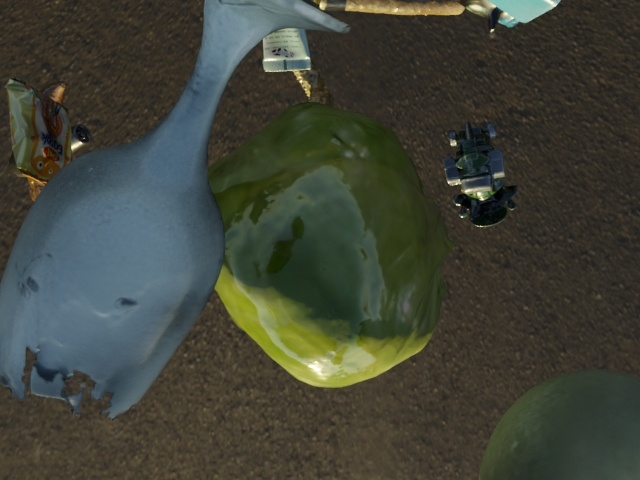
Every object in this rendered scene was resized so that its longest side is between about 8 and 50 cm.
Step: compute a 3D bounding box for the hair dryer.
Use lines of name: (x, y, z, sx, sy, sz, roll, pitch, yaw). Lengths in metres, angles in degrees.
hair dryer: (-0.549, -0.156, 1.808, 0.235, 0.091, 0.271, -17, 141, 30)

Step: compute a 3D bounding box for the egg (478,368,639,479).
egg: (0.299, 0.277, 0.843, 0.258, 0.352, 0.258, 4, 110, 11)

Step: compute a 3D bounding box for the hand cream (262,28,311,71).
hand cream: (-0.070, -0.444, 1.289, 0.085, 0.058, 0.331, 0, 108, 13)

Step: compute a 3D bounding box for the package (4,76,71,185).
package: (-0.310, -0.115, 0.879, 0.031, 0.108, 0.121, -10, 79, 10)

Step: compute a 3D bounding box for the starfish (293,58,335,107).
starfish: (-0.003, -0.300, 1.809, 0.082, 0.324, 0.432, -22, 84, 7)

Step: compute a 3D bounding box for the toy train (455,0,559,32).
toy train: (0.295, -0.461, 1.131, 0.188, 0.265, 0.300, 27, 84, -13)

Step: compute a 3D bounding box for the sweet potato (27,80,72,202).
sweet potato: (-0.518, -0.152, 1.504, 0.106, 0.095, 0.355, 22, 126, 20)

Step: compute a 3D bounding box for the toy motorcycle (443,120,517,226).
toy motorcycle: (0.292, -0.120, 1.455, 0.124, 0.274, 0.187, -10, 87, 16)

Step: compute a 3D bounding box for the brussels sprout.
brussels sprout: (0.000, 0.000, 0.873, 0.247, 0.328, 0.328, -9, 119, 23)

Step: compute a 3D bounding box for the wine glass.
wine glass: (-0.108, -0.040, 0.508, 0.143, 0.143, 0.321, 25, 110, -14)

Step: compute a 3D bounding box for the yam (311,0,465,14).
yam: (0.152, -0.524, 1.694, 0.356, 0.081, 0.081, -3, 118, -15)
